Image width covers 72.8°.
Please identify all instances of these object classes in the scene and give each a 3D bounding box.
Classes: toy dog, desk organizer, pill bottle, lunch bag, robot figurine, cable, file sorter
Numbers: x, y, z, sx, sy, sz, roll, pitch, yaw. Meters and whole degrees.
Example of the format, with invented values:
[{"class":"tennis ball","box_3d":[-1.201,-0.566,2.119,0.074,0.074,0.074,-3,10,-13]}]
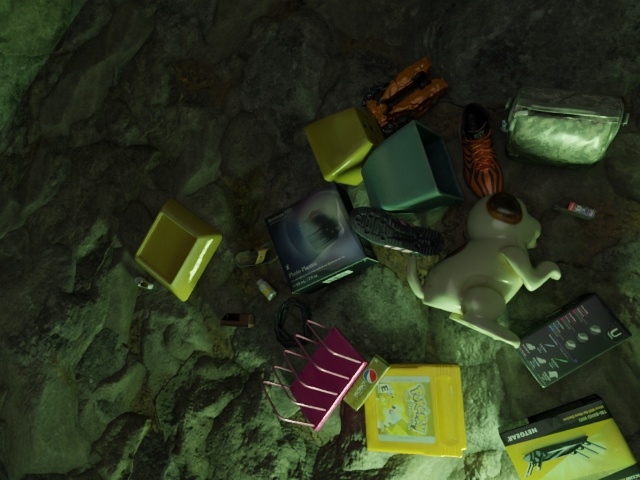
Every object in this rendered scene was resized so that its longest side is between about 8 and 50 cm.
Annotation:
[{"class":"toy dog","box_3d":[0.499,0.058,1.315,0.395,0.284,0.408,26,86,19]},{"class":"desk organizer","box_3d":[-0.323,0.310,1.689,0.130,0.047,0.050,-1,81,20]},{"class":"pill bottle","box_3d":[-0.207,0.186,1.664,0.043,0.043,0.083,-47,71,9]},{"class":"lunch bag","box_3d":[0.704,-0.345,1.287,0.305,0.256,0.213,14,88,21]},{"class":"robot figurine","box_3d":[0.293,-0.503,1.546,0.291,0.085,0.211,-33,73,13]},{"class":"cable","box_3d":[-0.106,0.305,1.617,0.150,0.047,0.185,-11,82,23]},{"class":"file sorter","box_3d":[-0.034,0.442,1.457,0.291,0.182,0.202,-55,39,6]}]

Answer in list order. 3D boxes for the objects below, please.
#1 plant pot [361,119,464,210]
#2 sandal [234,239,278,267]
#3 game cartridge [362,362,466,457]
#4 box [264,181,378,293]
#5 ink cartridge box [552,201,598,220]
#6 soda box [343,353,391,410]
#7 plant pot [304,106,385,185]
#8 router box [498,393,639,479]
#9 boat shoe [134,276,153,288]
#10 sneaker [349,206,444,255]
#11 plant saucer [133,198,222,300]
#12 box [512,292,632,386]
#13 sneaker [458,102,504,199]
[{"class":"plant pot","box_3d":[0.284,-0.206,1.436,0.252,0.247,0.248,-24,75,33]},{"class":"sandal","box_3d":[-0.246,0.052,1.685,0.219,0.060,0.090,-13,79,18]},{"class":"game cartridge","box_3d":[0.304,0.552,1.430,0.323,0.052,0.286,-6,81,21]},{"class":"box","box_3d":[0.000,0.000,1.540,0.296,0.182,0.294,-27,74,15]},{"class":"ink cartridge box","box_3d":[0.778,-0.096,1.331,0.115,0.063,0.029,24,93,21]},{"class":"soda box","box_3d":[0.154,0.470,1.439,0.061,0.058,0.181,36,96,20]},{"class":"plant pot","box_3d":[0.105,-0.336,1.499,0.187,0.212,0.212,-31,73,33]},{"class":"router box","box_3d":[0.718,0.621,1.256,0.308,0.081,0.243,-28,75,15]},{"class":"boat shoe","box_3d":[-0.770,0.183,1.871,0.100,0.035,0.035,24,92,20]},{"class":"sneaker","box_3d":[0.239,-0.021,1.438,0.318,0.131,0.112,22,86,-1]},{"class":"plant saucer","box_3d":[-0.622,0.031,1.814,0.332,0.081,0.333,33,95,21]},{"class":"box","box_3d":[0.707,0.283,1.256,0.270,0.165,0.143,-37,72,12]},{"class":"sneaker","box_3d":[0.504,-0.288,1.391,0.124,0.180,0.321,-17,78,17]}]
